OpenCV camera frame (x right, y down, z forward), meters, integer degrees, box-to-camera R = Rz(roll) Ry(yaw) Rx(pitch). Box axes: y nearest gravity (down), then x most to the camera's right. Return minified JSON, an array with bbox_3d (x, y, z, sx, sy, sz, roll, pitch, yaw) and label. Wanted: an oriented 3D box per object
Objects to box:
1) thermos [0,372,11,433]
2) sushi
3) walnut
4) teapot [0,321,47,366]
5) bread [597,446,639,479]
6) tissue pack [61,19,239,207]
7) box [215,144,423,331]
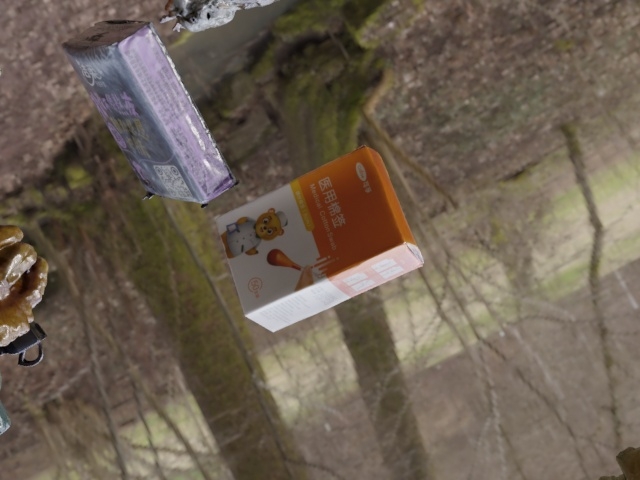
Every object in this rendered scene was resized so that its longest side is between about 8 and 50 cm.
[{"bbox_3d":[-0.668,0.242,1.905,0.145,0.286,0.182,-26,-168,-2],"label":"thermos"},{"bbox_3d":[-0.172,-0.522,2.127,0.332,0.129,0.124,-17,172,7],"label":"sushi"},{"bbox_3d":[-0.442,0.064,1.398,0.069,0.143,0.170,-10,-147,35],"label":"walnut"},{"bbox_3d":[-0.601,0.170,1.984,0.096,0.177,0.087,-38,-176,-3],"label":"teapot"},{"bbox_3d":[0.433,0.443,1.259,0.264,0.395,0.239,-5,-142,40],"label":"bread"},{"bbox_3d":[-0.330,-0.242,1.991,0.122,0.361,0.259,-39,-152,-25],"label":"tissue pack"},{"bbox_3d":[0.000,0.000,1.981,0.341,0.224,0.143,-26,155,13],"label":"box"}]
